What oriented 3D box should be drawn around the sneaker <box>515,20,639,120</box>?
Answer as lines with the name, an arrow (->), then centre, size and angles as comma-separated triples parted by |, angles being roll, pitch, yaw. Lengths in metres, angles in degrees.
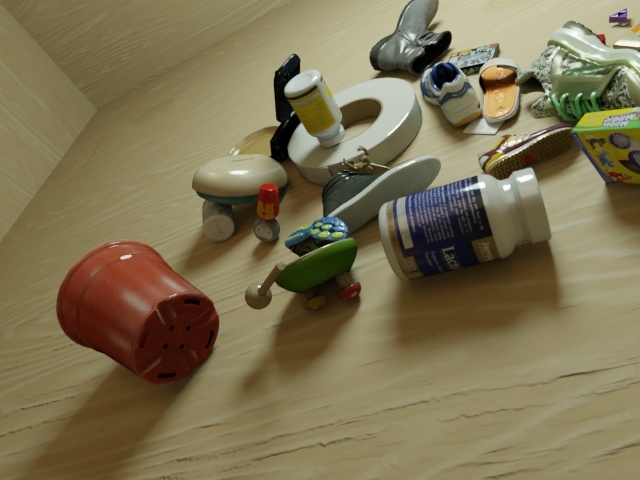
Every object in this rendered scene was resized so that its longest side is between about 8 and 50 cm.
sneaker -> 0.525, -0.283, 0.925 | 0.182, 0.158, 0.410 | -38, 31, 21

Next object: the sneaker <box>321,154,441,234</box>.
sneaker -> 0.120, -0.134, 1.065 | 0.296, 0.104, 0.147 | -31, 43, 12

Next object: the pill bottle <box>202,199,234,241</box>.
pill bottle -> -0.294, -0.076, 1.326 | 0.087, 0.087, 0.160 | -29, 37, 8

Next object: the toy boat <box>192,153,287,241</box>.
toy boat -> -0.195, -0.123, 1.247 | 0.267, 0.148, 0.318 | -11, 33, -28

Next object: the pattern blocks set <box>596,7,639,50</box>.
pattern blocks set -> 0.747, -0.444, 0.996 | 0.285, 0.026, 0.325 | -35, 37, 0

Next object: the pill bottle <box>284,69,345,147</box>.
pill bottle -> -0.007, -0.333, 1.193 | 0.103, 0.184, 0.103 | -20, 40, 18

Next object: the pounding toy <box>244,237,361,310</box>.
pounding toy -> -0.011, 0.089, 0.913 | 0.237, 0.110, 0.183 | -18, -12, -39

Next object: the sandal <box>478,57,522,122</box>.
sandal -> 0.435, -0.387, 1.122 | 0.102, 0.076, 0.265 | -10, 42, 26

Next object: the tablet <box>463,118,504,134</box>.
tablet -> 0.385, -0.271, 1.096 | 0.083, 0.006, 0.054 | 16, 60, 46

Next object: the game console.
game console -> -0.086, -0.389, 1.334 | 0.044, 0.361, 0.213 | 24, 69, 6

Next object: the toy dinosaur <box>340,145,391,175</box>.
toy dinosaur -> 0.115, -0.181, 1.132 | 0.183, 0.092, 0.053 | -3, 52, 29

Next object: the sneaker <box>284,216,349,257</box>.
sneaker -> 0.000, 0.000, 1.021 | 0.188, 0.078, 0.067 | -16, 34, 49

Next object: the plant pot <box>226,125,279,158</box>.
plant pot -> -0.216, -0.297, 1.552 | 0.236, 0.032, 0.236 | -20, 40, 18

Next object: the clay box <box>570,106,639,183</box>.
clay box -> 0.517, -0.143, 0.709 | 0.053, 0.127, 0.222 | -49, 20, -5

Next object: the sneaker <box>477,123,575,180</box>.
sneaker -> 0.413, -0.195, 0.943 | 0.185, 0.069, 0.084 | -24, 44, 12

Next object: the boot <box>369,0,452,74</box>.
boot -> 0.333, -0.654, 1.477 | 0.223, 0.118, 0.338 | 28, 80, 46

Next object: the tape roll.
tape roll -> 0.091, -0.312, 1.307 | 0.392, 0.072, 0.392 | -20, 41, 18

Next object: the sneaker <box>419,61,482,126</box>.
sneaker -> 0.323, -0.411, 1.191 | 0.112, 0.131, 0.296 | -30, 34, 10

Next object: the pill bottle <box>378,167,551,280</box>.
pill bottle -> 0.249, -0.029, 0.818 | 0.265, 0.153, 0.153 | -16, 41, 23

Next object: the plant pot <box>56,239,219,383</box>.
plant pot -> -0.381, 0.164, 1.014 | 0.265, 0.272, 0.272 | 20, 63, 38

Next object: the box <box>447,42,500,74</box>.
box -> 0.422, -0.502, 1.299 | 0.137, 0.027, 0.094 | 0, 49, 37
